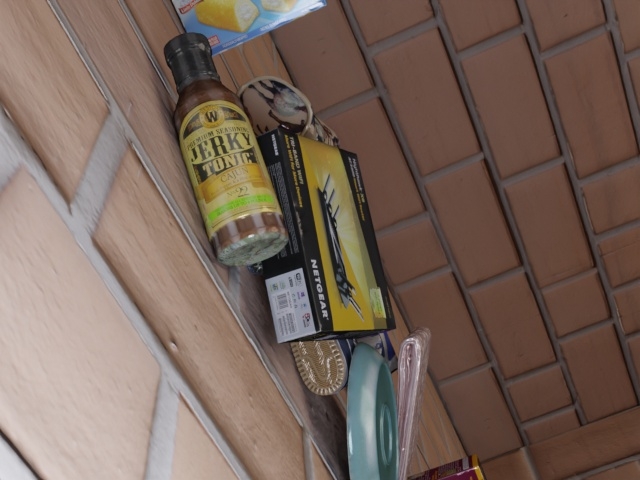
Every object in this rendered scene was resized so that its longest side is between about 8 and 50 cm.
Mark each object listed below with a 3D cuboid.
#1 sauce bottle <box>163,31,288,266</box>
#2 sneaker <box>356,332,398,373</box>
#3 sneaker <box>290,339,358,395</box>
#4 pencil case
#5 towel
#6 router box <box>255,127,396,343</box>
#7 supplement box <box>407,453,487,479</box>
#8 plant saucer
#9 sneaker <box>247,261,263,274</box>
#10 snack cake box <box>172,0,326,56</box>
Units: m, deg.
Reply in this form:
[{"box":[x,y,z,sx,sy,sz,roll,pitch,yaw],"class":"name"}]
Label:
[{"box":[-0.147,-0.136,1.198,0.111,0.111,0.345,44,24,-71],"class":"sauce bottle"},{"box":[0.092,0.209,1.856,0.316,0.127,0.182,-95,166,-44],"class":"sneaker"},{"box":[-0.007,0.126,1.436,0.153,0.099,0.282,31,43,-71],"class":"sneaker"},{"box":[-0.060,-0.214,1.776,0.184,0.160,0.410,52,5,9],"class":"pencil case"},{"box":[0.191,0.352,1.832,0.332,0.053,0.317,8,90,-80],"class":"towel"},{"box":[0.000,0.000,1.303,0.243,0.081,0.309,7,68,-59],"class":"router box"},{"box":[0.258,0.530,1.778,0.104,0.188,0.081,2,67,-81],"class":"supplement box"},{"box":[0.095,0.331,1.426,0.317,0.043,0.318,-5,90,-77],"class":"plant saucer"},{"box":[-0.116,-0.003,1.283,0.135,0.052,0.058,70,-6,-51],"class":"sneaker"},{"box":[-0.136,-0.462,1.578,0.089,0.264,0.152,-86,153,-72],"class":"snack cake box"}]
